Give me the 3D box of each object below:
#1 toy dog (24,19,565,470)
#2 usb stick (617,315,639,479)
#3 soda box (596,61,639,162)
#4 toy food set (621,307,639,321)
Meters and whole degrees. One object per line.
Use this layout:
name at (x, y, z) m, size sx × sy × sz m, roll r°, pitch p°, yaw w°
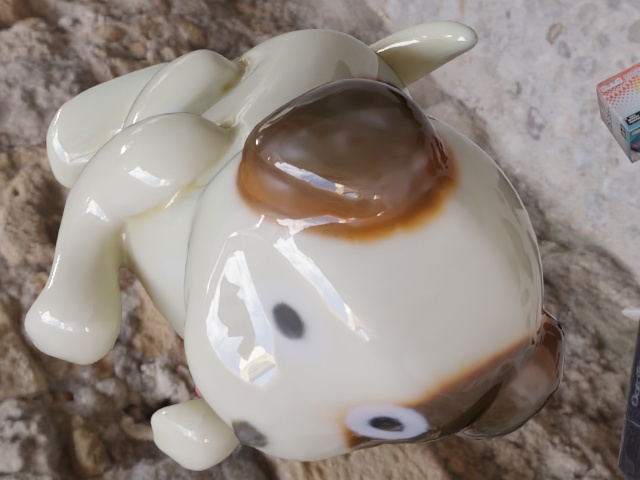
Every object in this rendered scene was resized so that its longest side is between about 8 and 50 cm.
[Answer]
toy dog at (0.000, 0.000, 0.555) m, size 0.284 × 0.396 × 0.408 m, roll 65°, pitch 175°, yaw -23°
usb stick at (0.393, 0.155, 0.897) m, size 0.077 × 0.045 × 0.277 m, roll -147°, pitch 60°, yaw -73°
soda box at (0.343, -0.145, 0.682) m, size 0.058 × 0.183 × 0.063 m, roll 46°, pitch -160°, yaw -55°
toy food set at (0.667, 0.025, 1.292) m, size 0.092 × 0.306 × 0.220 m, roll 51°, pitch 161°, yaw -8°
